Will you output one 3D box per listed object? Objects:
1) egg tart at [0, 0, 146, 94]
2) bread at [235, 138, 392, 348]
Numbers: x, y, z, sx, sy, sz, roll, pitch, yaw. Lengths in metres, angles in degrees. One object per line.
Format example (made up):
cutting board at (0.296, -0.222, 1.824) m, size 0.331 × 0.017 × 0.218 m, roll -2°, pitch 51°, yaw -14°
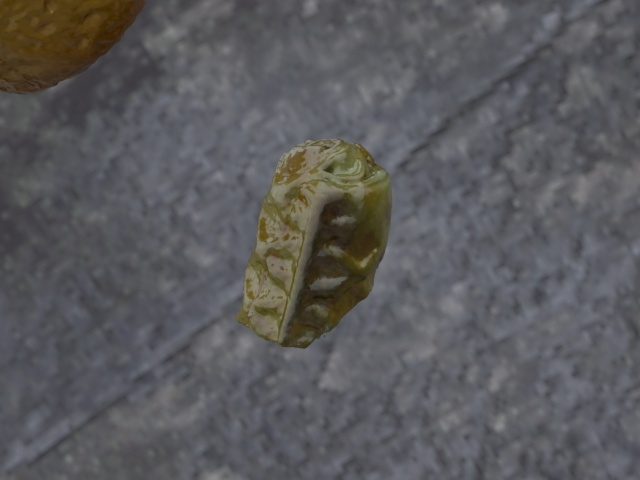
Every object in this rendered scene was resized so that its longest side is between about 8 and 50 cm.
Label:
egg tart at (-0.174, -0.175, 0.982) m, size 0.215 × 0.171 × 0.215 m, roll -25°, pitch 50°, yaw 33°
bread at (0.000, 0.000, 1.021) m, size 0.066 × 0.110 × 0.060 m, roll 21°, pitch 20°, yaw 15°
